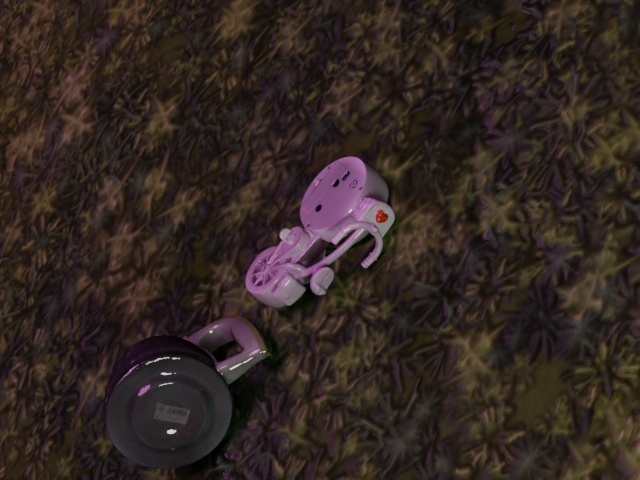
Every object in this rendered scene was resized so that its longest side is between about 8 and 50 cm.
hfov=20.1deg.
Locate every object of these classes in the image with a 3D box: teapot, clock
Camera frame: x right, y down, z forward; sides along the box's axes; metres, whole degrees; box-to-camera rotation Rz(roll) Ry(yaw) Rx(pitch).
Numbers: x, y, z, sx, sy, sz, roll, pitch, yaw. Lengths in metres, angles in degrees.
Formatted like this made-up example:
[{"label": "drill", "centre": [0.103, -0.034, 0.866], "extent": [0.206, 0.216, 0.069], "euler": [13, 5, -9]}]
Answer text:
[{"label": "teapot", "centre": [-0.101, 0.108, 1.339], "extent": [0.091, 0.124, 0.092], "euler": [-117, 24, -65]}, {"label": "clock", "centre": [0.000, 0.000, 1.317], "extent": [0.129, 0.041, 0.087], "euler": [-48, 35, 5]}]
